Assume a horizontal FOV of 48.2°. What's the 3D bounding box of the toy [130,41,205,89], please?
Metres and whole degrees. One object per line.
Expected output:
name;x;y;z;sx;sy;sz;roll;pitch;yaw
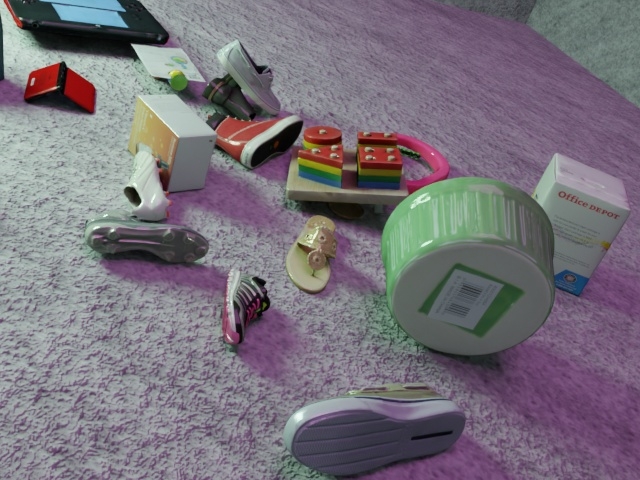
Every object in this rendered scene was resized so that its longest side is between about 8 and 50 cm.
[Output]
toy;-0.394;-0.438;1.826;0.137;0.056;0.237;-1;30;-29

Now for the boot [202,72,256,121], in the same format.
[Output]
boot;-0.206;-0.352;1.811;0.137;0.077;0.198;38;28;-2

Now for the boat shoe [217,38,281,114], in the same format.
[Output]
boat shoe;-0.160;-0.410;1.800;0.227;0.081;0.079;44;18;-37

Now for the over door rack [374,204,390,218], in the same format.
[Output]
over door rack;0.279;-0.003;1.516;0.240;0.108;0.324;4;21;-24

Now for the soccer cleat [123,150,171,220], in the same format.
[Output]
soccer cleat;-0.337;-0.109;1.352;0.076;0.068;0.196;-2;40;-26

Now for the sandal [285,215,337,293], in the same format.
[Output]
sandal;-0.006;-0.002;1.359;0.088;0.079;0.240;19;32;-2

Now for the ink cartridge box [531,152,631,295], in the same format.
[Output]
ink cartridge box;0.543;-0.038;1.579;0.171;0.232;0.168;23;32;4

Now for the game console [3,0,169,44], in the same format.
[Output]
game console;-0.636;-0.614;1.920;0.387;0.060;0.342;-3;31;-32

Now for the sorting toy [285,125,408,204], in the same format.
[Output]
sorting toy;0.060;-0.176;1.579;0.256;0.089;0.257;3;28;0

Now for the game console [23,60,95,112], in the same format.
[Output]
game console;-0.581;-0.332;1.601;0.124;0.085;0.144;-18;38;-2

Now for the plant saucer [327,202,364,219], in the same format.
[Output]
plant saucer;0.053;-0.068;1.555;0.083;0.015;0.083;14;33;-9

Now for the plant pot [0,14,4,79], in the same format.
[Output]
plant pot;-0.769;-0.458;1.477;0.166;0.234;0.165;28;32;14

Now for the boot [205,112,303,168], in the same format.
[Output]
boot;-0.162;-0.266;1.673;0.176;0.088;0.244;30;36;18

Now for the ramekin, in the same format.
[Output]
ramekin;0.251;0.057;1.220;0.303;0.303;0.148;17;39;-5

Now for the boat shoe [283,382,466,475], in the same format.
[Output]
boat shoe;0.069;0.257;1.008;0.302;0.109;0.094;8;17;-35

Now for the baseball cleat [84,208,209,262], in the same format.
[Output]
baseball cleat;-0.296;-0.016;1.227;0.206;0.072;0.109;9;27;-24

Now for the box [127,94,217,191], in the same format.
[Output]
box;-0.301;-0.198;1.444;0.091;0.130;0.170;-11;43;-41

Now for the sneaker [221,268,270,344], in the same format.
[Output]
sneaker;-0.117;0.105;1.149;0.075;0.063;0.170;8;28;-8

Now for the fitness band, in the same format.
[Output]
fitness band;0.205;-0.191;1.793;0.209;0.054;0.291;34;35;21

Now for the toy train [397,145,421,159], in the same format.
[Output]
toy train;0.210;-0.222;1.782;0.083;0.017;0.023;16;23;-12
